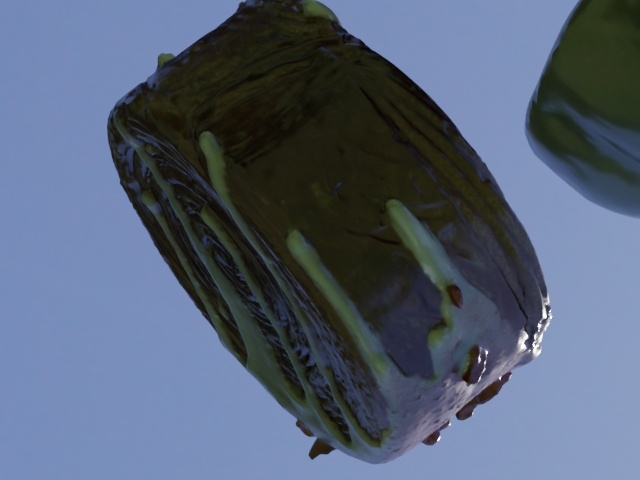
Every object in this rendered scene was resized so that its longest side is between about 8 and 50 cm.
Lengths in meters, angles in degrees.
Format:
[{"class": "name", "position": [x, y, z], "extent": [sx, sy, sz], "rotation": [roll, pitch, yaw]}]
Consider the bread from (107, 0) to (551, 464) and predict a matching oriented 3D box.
[{"class": "bread", "position": [0.000, 0.000, 0.613], "extent": [0.073, 0.160, 0.160], "rotation": [-39, -125, -20]}]

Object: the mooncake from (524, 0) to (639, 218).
[{"class": "mooncake", "position": [0.248, -0.135, 1.201], "extent": [0.135, 0.275, 0.275], "rotation": [38, -76, 7]}]
